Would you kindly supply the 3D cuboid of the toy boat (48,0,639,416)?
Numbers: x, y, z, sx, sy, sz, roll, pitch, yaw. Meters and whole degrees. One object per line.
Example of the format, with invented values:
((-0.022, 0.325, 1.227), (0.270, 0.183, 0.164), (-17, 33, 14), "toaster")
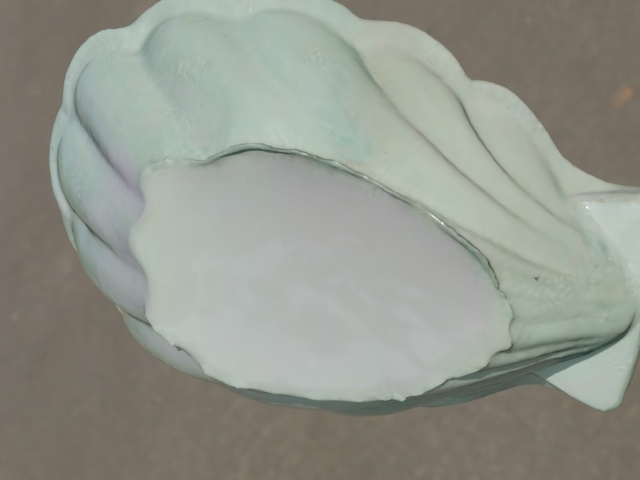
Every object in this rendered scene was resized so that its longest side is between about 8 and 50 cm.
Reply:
((0.000, 0.000, 0.825), (0.100, 0.290, 0.199), (-53, -27, -63), "toy boat")
